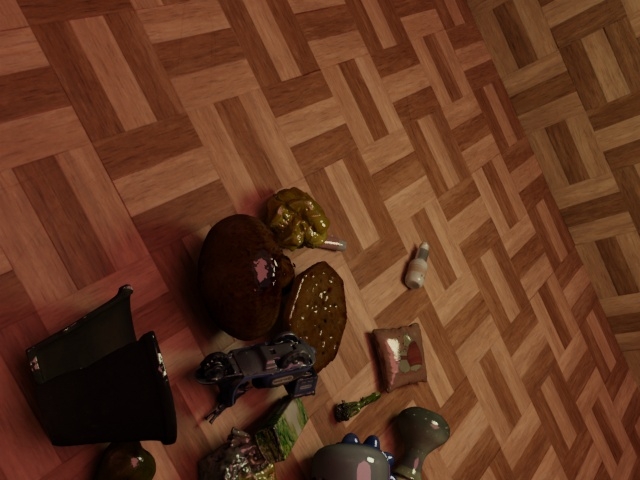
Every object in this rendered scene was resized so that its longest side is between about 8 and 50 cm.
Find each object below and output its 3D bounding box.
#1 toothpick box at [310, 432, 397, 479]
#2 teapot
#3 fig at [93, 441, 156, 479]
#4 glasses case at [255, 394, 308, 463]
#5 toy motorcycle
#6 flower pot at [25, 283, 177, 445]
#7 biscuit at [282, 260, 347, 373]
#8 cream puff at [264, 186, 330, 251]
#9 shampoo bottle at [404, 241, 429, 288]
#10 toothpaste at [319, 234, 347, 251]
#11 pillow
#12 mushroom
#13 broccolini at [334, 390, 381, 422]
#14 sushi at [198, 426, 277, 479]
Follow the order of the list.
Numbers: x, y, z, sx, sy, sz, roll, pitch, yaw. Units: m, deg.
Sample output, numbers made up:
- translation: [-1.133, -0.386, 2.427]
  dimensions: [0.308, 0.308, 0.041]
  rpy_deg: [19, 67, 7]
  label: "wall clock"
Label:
- translation: [0.095, 0.741, 1.794]
  dimensions: [0.263, 0.263, 0.355]
  rpy_deg: [20, 62, -37]
  label: "toothpick box"
- translation: [0.323, 0.694, 2.083]
  dimensions: [0.183, 0.183, 0.251]
  rpy_deg: [36, 65, -29]
  label: "teapot"
- translation: [-0.478, 0.539, 1.444]
  dimensions: [0.133, 0.184, 0.127]
  rpy_deg: [60, 3, -39]
  label: "fig"
- translation: [-0.103, 0.513, 1.720]
  dimensions: [0.272, 0.062, 0.095]
  rpy_deg: [-24, 94, -77]
  label: "glasses case"
- translation: [-0.171, 0.368, 1.686]
  dimensions: [0.358, 0.213, 0.125]
  rpy_deg: [-5, 34, -27]
  label: "toy motorcycle"
- translation: [-0.488, 0.315, 1.373]
  dimensions: [0.251, 0.379, 0.379]
  rpy_deg: [-17, 88, -26]
  label: "flower pot"
- translation: [-0.014, 0.243, 1.925]
  dimensions: [0.359, 0.046, 0.359]
  rpy_deg: [-7, 98, -57]
  label: "biscuit"
- translation: [-0.080, -0.055, 1.953]
  dimensions: [0.221, 0.194, 0.195]
  rpy_deg: [49, 49, -10]
  label: "cream puff"
- translation: [0.378, 0.095, 2.395]
  dimensions: [0.074, 0.074, 0.192]
  rpy_deg: [41, 50, -25]
  label: "shampoo bottle"
- translation: [0.000, 0.000, 2.101]
  dimensions: [0.194, 0.043, 0.067]
  rpy_deg: [15, 66, -31]
  label: "toothpaste"
- translation: [0.287, 0.411, 2.195]
  dimensions: [0.236, 0.084, 0.223]
  rpy_deg: [0, 77, -39]
  label: "pillow"
- translation: [-0.179, 0.117, 1.719]
  dimensions: [0.356, 0.334, 0.331]
  rpy_deg: [23, 68, -30]
  label: "mushroom"
- translation: [0.123, 0.531, 2.039]
  dimensions: [0.216, 0.058, 0.067]
  rpy_deg: [-16, 128, -52]
  label: "broccolini"
- translation: [-0.215, 0.624, 1.620]
  dimensions: [0.184, 0.139, 0.274]
  rpy_deg: [0, 73, -46]
  label: "sushi"
